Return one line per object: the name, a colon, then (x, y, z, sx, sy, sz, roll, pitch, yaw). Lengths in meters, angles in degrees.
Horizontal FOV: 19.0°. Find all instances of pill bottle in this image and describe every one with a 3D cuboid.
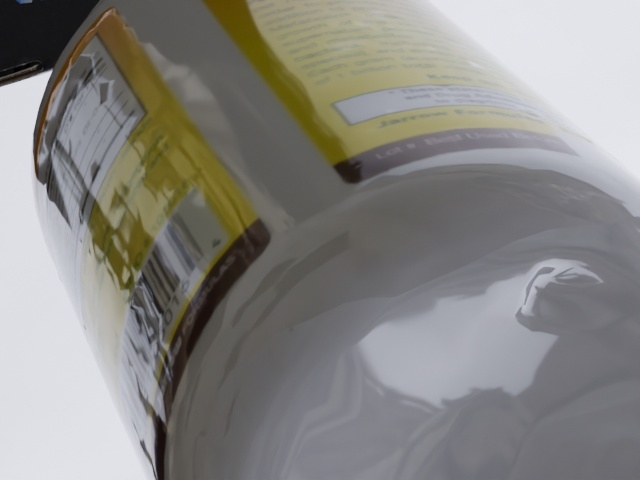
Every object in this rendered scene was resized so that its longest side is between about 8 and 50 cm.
pill bottle: (0.000, 0.000, 0.441, 0.117, 0.117, 0.215, -54, -152, 10)

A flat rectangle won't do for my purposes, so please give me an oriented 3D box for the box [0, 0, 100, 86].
box: (-0.257, -0.192, 0.892, 0.293, 0.073, 0.295, -17, -78, 1)
